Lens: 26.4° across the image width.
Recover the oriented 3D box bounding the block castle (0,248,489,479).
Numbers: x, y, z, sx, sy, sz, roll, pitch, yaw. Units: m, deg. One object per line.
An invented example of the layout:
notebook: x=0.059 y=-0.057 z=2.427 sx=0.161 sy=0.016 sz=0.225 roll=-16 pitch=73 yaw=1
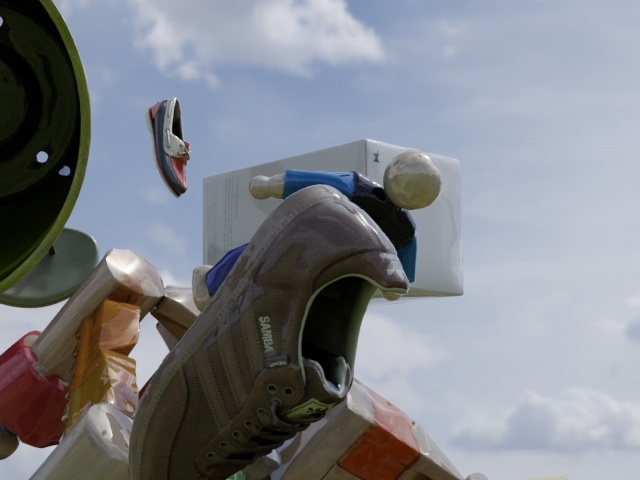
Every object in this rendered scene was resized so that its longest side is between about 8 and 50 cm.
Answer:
block castle: x=-0.053 y=0.238 z=1.025 sx=0.453 sy=0.303 sz=0.213 roll=34 pitch=-70 yaw=-21

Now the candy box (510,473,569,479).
candy box: x=0.048 y=0.288 z=0.753 sx=0.088 sy=0.183 sz=0.316 roll=7 pitch=-42 yaw=-48

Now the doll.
doll: x=0.000 y=0.000 z=0.873 sx=0.189 sy=0.046 sz=0.129 roll=-32 pitch=-61 yaw=30

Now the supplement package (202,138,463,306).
supplement package: x=0.011 y=-0.007 z=1.699 sx=0.178 sy=0.175 sz=0.293 roll=9 pitch=-14 yaw=-44

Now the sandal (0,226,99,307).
sandal: x=-0.416 y=0.007 z=1.686 sx=0.303 sy=0.120 sz=0.086 roll=10 pitch=-34 yaw=-27

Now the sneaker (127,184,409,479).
sneaker: x=-0.028 y=0.067 z=0.641 sx=0.066 sy=0.071 sz=0.188 roll=6 pitch=-60 yaw=-49

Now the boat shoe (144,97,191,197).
boat shoe: x=-0.182 y=-0.116 z=1.680 sx=0.043 sy=0.137 sz=0.049 roll=-21 pitch=-30 yaw=8

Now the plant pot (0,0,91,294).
plant pot: x=-0.378 y=-0.127 z=1.339 sx=0.367 sy=0.366 sz=0.353 roll=-1 pitch=8 yaw=1
